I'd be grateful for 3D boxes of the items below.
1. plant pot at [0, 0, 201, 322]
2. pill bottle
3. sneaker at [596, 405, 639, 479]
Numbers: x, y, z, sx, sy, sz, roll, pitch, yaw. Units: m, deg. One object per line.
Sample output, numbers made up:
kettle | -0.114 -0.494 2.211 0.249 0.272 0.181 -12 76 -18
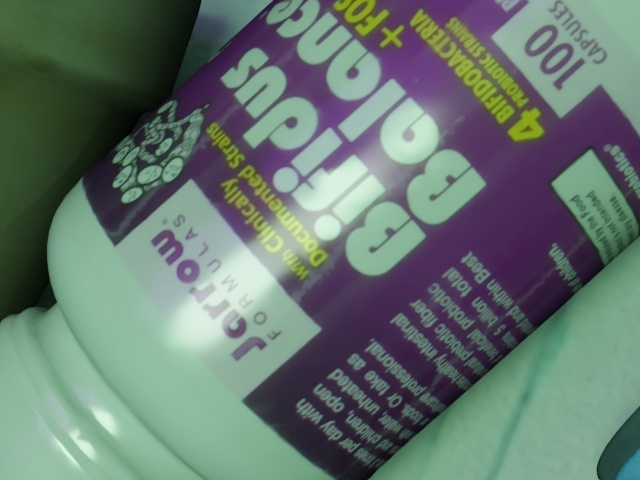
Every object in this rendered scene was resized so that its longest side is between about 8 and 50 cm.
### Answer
plant pot | -0.246 -0.030 0.586 0.323 0.323 0.280 18 94 30
pill bottle | 0.000 0.000 0.509 0.301 0.169 0.169 -43 57 3
sneaker | 0.202 0.057 0.447 0.209 0.069 0.082 -30 63 11
